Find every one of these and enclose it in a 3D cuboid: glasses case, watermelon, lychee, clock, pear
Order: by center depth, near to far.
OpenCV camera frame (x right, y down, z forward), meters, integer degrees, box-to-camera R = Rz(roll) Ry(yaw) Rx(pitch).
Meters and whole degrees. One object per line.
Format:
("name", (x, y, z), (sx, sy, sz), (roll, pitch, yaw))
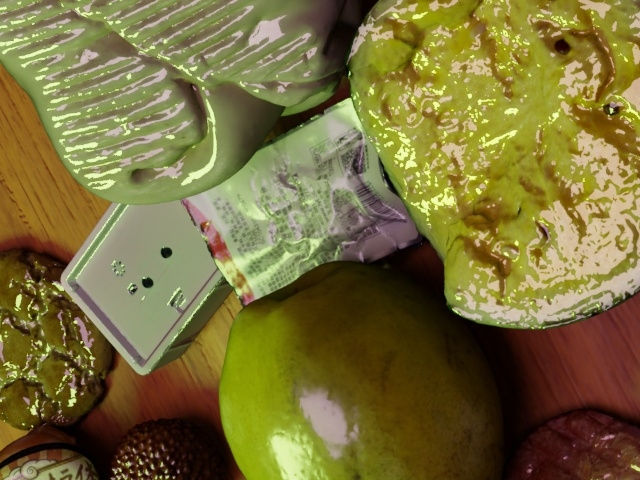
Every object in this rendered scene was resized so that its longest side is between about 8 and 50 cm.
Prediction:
("watermelon", (0.195, -0.102, 1.649), (0.330, 0.189, 0.331), (3, 101, 18))
("pear", (0.044, 0.171, 1.773), (0.253, 0.253, 0.307), (-21, 92, 35))
("clock", (-0.165, 0.025, 1.986), (0.150, 0.063, 0.197), (47, 123, 14))
("lychee", (-0.163, 0.255, 2.012), (0.123, 0.123, 0.129), (-33, 58, 35))
("glasses case", (-0.256, 0.352, 2.052), (0.122, 0.082, 0.321), (-20, 121, 2))

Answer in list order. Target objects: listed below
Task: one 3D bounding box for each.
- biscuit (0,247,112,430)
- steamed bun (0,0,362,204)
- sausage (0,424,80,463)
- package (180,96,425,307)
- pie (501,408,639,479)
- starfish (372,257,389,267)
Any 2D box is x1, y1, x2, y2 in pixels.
("biscuit", (-0.327, 0.114, 2.129), (0.226, 0.042, 0.226), (8, 107, 30))
("steamed bun", (-0.144, -0.254, 1.787), (0.342, 0.255, 0.368), (-24, 116, 22))
("sausage", (-0.335, 0.323, 2.139), (0.133, 0.133, 0.258), (31, 119, 23))
("package", (-0.013, -0.028, 1.844), (0.232, 0.040, 0.166), (-29, 91, 29))
("pie", (0.239, 0.245, 1.757), (0.182, 0.049, 0.182), (-13, 68, 34))
("starfish", (-0.004, 0.002, 1.883), (0.150, 0.053, 0.210), (20, 111, 17))
